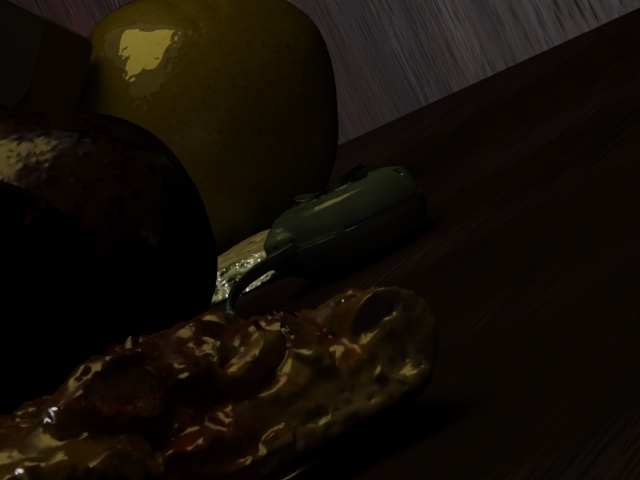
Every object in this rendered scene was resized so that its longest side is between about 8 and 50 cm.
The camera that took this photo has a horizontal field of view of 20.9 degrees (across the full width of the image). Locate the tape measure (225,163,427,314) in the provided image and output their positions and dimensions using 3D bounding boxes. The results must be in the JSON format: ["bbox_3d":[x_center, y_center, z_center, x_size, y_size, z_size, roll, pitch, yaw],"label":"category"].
[{"bbox_3d":[-0.001,0.000,1.563,0.164,0.084,0.330,-29,3,18],"label":"tape measure"}]

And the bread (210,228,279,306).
[{"bbox_3d":[-0.070,0.022,1.899,0.251,0.039,0.182,-23,6,33],"label":"bread"}]

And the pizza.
[{"bbox_3d":[-0.124,0.123,0.935,0.409,0.114,0.278,-26,0,32],"label":"pizza"}]

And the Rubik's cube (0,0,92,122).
[{"bbox_3d":[-0.515,-0.127,1.969,0.346,0.347,0.344,11,-6,26],"label":"Rubik's cube"}]

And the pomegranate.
[{"bbox_3d":[-0.247,0.049,1.573,0.285,0.285,0.341,-22,38,37],"label":"pomegranate"}]

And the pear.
[{"bbox_3d":[-0.162,-0.133,2.173,0.418,0.362,0.362,-56,19,-24],"label":"pear"}]

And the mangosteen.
[{"bbox_3d":[-0.285,0.067,1.329,0.275,0.275,0.302,-26,17,11],"label":"mangosteen"}]
